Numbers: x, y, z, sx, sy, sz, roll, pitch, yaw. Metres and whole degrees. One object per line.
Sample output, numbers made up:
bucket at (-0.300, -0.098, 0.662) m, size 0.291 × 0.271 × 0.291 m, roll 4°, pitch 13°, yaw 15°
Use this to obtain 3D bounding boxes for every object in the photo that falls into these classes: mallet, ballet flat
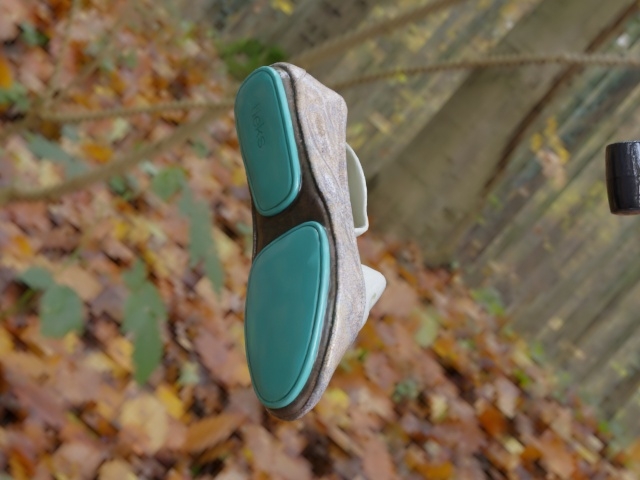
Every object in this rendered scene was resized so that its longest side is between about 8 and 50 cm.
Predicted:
mallet at (0.311, -0.050, 1.293) m, size 0.190 × 0.062 × 0.039 m, roll 2°, pitch -1°, yaw 43°
ballet flat at (0.000, 0.000, 1.290) m, size 0.106 × 0.107 × 0.316 m, roll 20°, pitch 56°, yaw -40°
